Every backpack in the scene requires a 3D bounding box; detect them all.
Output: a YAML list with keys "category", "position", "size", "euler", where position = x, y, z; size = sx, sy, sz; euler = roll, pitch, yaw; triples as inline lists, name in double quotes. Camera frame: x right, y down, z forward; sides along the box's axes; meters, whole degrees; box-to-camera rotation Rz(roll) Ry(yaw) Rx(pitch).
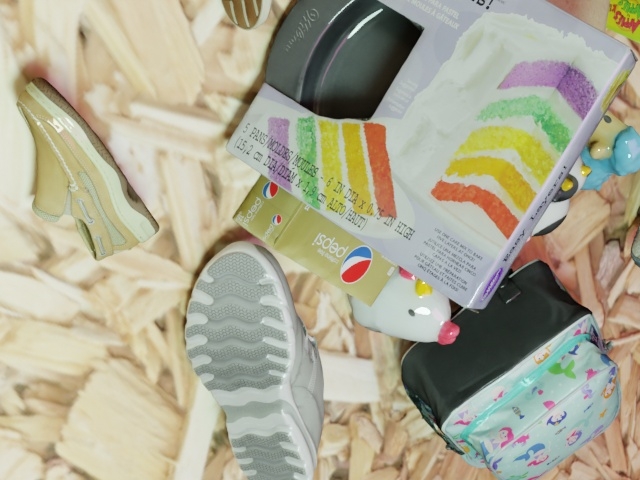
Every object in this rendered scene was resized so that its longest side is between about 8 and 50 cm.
- category: "backpack"
  position: [0.226, 0.163, 1.498]
  size: [0.225, 0.191, 0.253]
  euler: [-37, 156, -2]

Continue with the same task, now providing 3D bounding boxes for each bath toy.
- category: "bath toy"
  position: [0.182, -0.014, 1.367]
  size: [0.348, 0.129, 0.151]
  euler: [-38, 140, -21]

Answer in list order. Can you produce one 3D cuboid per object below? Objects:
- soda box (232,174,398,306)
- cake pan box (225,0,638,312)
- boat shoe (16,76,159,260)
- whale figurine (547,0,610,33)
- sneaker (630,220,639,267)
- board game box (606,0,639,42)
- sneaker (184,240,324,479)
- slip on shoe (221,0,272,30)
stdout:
- category: "soda box"
  position: [0.000, 0.000, 1.231]
  size: [0.058, 0.061, 0.181]
  euler: [-56, 143, 2]
- category: "cake pan box"
  position: [0.084, -0.113, 1.083]
  size: [0.246, 0.267, 0.070]
  euler: [-57, 162, 6]
- category: "boat shoe"
  position: [-0.188, -0.042, 0.997]
  size: [0.072, 0.068, 0.190]
  euler: [-36, 140, -6]
- category: "whale figurine"
  position: [0.193, -0.246, 1.225]
  size: [0.216, 0.141, 0.272]
  euler: [56, 47, -26]
- category: "sneaker"
  position: [0.450, -0.098, 1.644]
  size: [0.122, 0.110, 0.283]
  euler: [22, 98, -34]
- category: "board game box"
  position: [0.365, -0.252, 1.420]
  size: [0.181, 0.092, 0.043]
  euler: [-11, 125, -43]
- category: "sneaker"
  position: [-0.055, 0.108, 1.251]
  size: [0.115, 0.105, 0.281]
  euler: [-67, 156, -49]
- category: "slip on shoe"
  position: [-0.053, -0.230, 1.019]
  size: [0.041, 0.051, 0.135]
  euler: [-38, 135, -41]
